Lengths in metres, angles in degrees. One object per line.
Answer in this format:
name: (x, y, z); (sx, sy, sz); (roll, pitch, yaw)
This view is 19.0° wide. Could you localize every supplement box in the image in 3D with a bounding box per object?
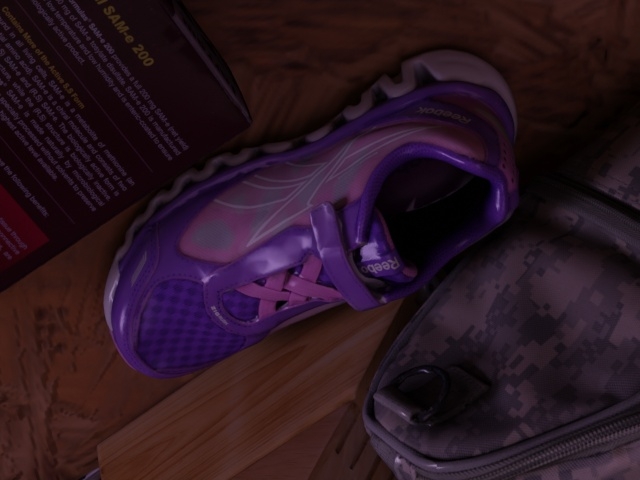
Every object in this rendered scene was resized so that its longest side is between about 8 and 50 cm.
supplement box: (-0.168, -0.048, 0.883); (0.239, 0.073, 0.130); (-32, 122, 6)

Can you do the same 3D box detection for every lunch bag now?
lunch bag: (0.179, 0.118, 0.959); (0.256, 0.212, 0.305); (-36, 123, -9)

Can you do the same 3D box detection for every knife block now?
knife block: (-0.059, 0.129, 1.018); (0.088, 0.242, 0.276); (52, 52, -32)

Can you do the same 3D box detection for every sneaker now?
sneaker: (0.000, 0.000, 0.936); (0.236, 0.104, 0.095); (-31, 123, 5)
